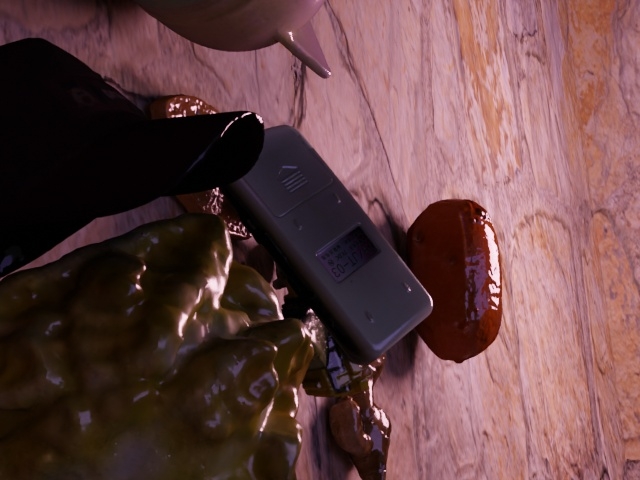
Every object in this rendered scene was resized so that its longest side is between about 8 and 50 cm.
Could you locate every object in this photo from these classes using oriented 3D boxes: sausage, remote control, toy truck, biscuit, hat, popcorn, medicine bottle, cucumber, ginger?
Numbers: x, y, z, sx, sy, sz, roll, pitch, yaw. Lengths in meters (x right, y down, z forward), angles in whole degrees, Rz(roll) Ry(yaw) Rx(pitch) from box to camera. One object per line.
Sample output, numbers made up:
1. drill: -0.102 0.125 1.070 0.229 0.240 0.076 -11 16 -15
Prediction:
1. sausage: 0.218 0.065 1.895 0.141 0.153 0.267 29 56 -59
2. remote control: 0.000 0.000 1.362 0.296 0.056 0.140 51 49 4
3. toy truck: -0.007 0.059 1.468 0.111 0.136 0.285 -18 93 -33
4. biscuit: -0.135 -0.087 1.363 0.220 0.029 0.141 55 37 -41
5. hat: -0.221 -0.092 0.880 0.208 0.336 0.238 70 16 1
6. popcorn: -0.144 0.130 0.953 0.312 0.312 0.312 32 53 -57
7. medicine bottle: -0.116 -0.339 1.249 0.406 0.236 0.235 32 54 -56
8. cucumber: -0.055 0.114 1.374 0.116 0.115 0.062 51 38 -59
9. ginger: 0.065 0.237 1.638 0.133 0.059 0.214 51 36 -33
